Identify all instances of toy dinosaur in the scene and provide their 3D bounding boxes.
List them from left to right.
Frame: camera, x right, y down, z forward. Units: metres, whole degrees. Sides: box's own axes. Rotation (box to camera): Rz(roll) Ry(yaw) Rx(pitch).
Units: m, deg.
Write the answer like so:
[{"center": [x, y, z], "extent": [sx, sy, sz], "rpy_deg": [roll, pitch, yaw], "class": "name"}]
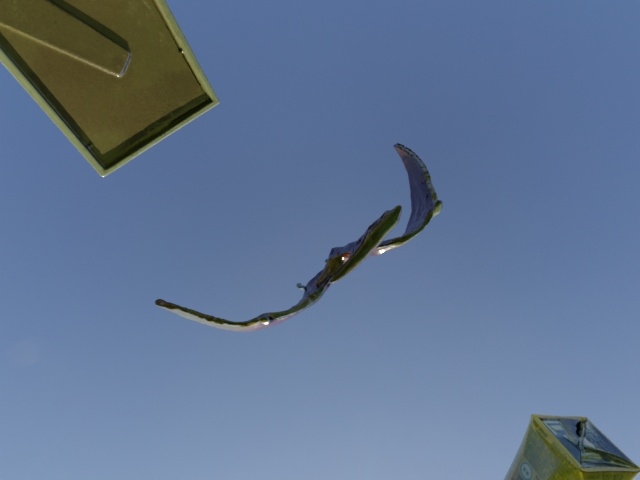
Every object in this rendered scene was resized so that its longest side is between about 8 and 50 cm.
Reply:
[{"center": [-0.007, 0.005, 0.466], "extent": [0.327, 0.206, 0.113], "rpy_deg": [-35, -94, 6], "class": "toy dinosaur"}]

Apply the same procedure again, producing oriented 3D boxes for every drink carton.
[{"center": [0.199, 0.259, 0.377], "extent": [0.084, 0.074, 0.200], "rpy_deg": [9, -70, -18], "class": "drink carton"}]

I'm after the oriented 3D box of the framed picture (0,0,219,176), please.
[{"center": [-0.316, -0.278, 0.591], "extent": [0.240, 0.020, 0.324], "rpy_deg": [-39, -45, -13], "class": "framed picture"}]
